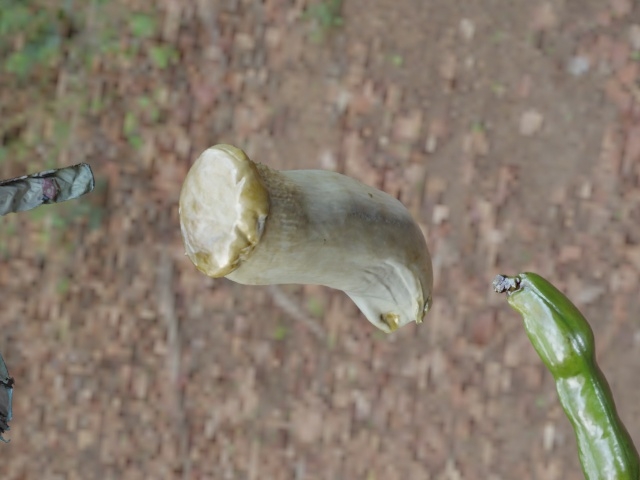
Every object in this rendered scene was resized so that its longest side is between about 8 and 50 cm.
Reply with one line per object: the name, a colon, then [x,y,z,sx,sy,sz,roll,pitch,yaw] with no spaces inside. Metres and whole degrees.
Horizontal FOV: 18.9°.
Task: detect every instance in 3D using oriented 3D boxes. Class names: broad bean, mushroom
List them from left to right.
mushroom: [0.000,0.000,1.667,0.095,0.351,0.123,21,89,36]
broad bean: [0.185,0.133,1.316,0.052,0.053,0.256,-90,-22,-77]

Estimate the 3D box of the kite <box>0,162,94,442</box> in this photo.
kite: [-0.264,-0.020,1.353,0.011,0.314,0.335,-13,88,35]
